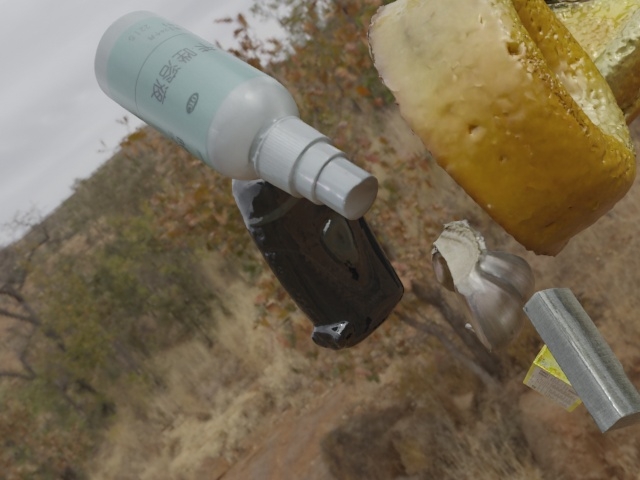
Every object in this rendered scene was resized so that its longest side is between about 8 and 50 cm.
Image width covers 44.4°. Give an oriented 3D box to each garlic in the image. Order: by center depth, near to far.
[{"bbox_3d":[0.327,0.108,1.632,0.237,0.292,0.210,10,56,41],"label":"garlic"}]

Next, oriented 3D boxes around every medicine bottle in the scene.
[{"bbox_3d":[-0.088,-0.124,0.796,0.110,0.351,0.110,-35,-36,-31],"label":"medicine bottle"}]

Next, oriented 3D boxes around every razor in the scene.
[{"bbox_3d":[-0.001,-0.001,1.286,0.204,0.349,0.113,-39,17,-36],"label":"razor"}]

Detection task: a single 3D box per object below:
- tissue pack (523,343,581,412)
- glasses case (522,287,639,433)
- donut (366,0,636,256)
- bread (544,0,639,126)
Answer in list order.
[{"bbox_3d":[0.395,0.218,1.281,0.062,0.095,0.176,-55,-19,-11],"label":"tissue pack"},{"bbox_3d":[0.360,0.156,1.062,0.070,0.205,0.047,-4,-40,-28],"label":"glasses case"},{"bbox_3d":[0.173,-0.129,0.691,0.108,0.278,0.278,-36,11,32],"label":"donut"},{"bbox_3d":[0.332,-0.237,0.917,0.169,0.140,0.160,-48,48,2],"label":"bread"}]
